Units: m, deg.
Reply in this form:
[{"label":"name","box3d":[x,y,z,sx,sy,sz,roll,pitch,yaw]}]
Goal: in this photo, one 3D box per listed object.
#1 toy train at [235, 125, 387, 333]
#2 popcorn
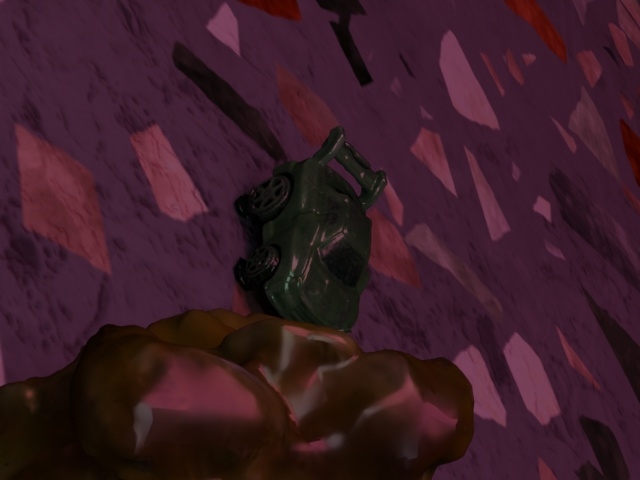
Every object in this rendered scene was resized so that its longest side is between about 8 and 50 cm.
[{"label":"toy train","box3d":[0.000,0.000,1.353,0.099,0.081,0.149,46,28,-33]},{"label":"popcorn","box3d":[-0.049,0.124,0.922,0.237,0.251,0.206,22,39,-60]}]
